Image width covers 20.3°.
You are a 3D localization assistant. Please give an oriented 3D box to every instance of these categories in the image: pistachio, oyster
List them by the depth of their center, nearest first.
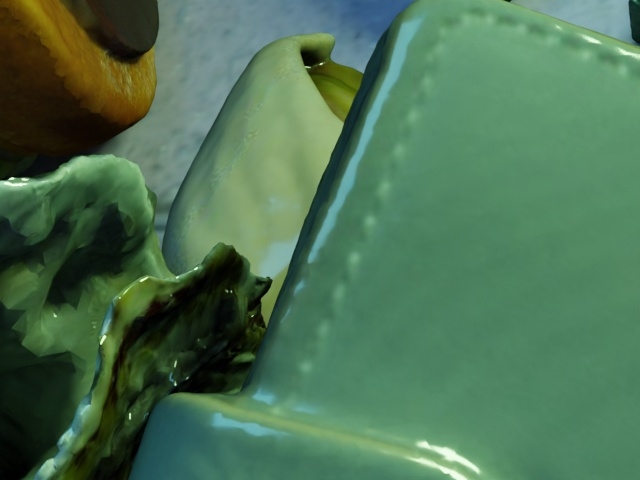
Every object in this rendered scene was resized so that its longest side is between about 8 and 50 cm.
[{"bbox_3d":[-0.077,0.101,0.617,0.162,0.351,0.158,-34,71,-16],"label":"oyster"},{"bbox_3d":[0.000,0.000,0.786,0.153,0.138,0.238,-40,25,46],"label":"pistachio"}]

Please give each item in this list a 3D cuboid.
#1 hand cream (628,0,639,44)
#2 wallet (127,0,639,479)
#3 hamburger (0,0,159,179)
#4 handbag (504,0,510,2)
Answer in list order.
[{"bbox_3d":[0.268,-0.065,0.729,0.336,0.121,0.076,25,101,46],"label":"hand cream"},{"bbox_3d":[0.060,0.123,0.482,0.083,0.252,0.360,177,114,-82],"label":"wallet"},{"bbox_3d":[-0.247,-0.160,0.944,0.250,0.330,0.330,-21,42,11],"label":"hamburger"},{"bbox_3d":[0.102,-0.252,0.963,0.254,0.089,0.211,-57,38,18],"label":"handbag"}]
